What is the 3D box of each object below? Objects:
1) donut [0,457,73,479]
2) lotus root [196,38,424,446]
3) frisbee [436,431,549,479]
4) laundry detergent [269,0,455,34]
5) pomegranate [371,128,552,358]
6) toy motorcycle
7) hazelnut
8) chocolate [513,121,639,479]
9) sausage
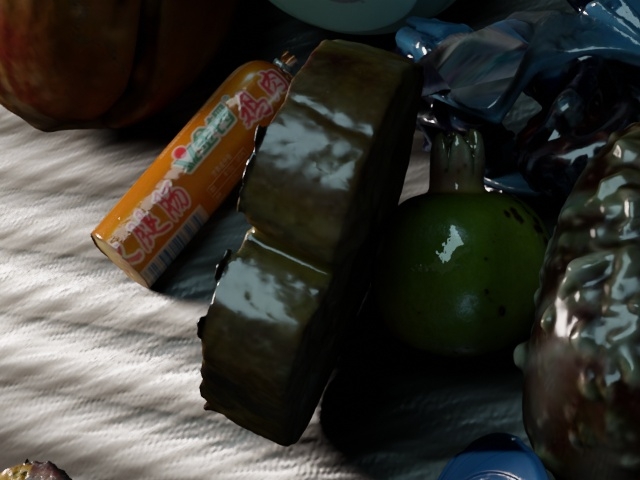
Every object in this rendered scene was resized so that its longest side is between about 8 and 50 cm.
[{"bbox_3d":[-0.292,0.288,1.638,0.140,0.059,0.140,-7,39,6],"label":"donut"},{"bbox_3d":[0.000,0.000,1.518,0.111,0.390,0.375,19,20,8],"label":"lotus root"},{"bbox_3d":[0.112,0.269,1.311,0.242,0.045,0.242,-50,31,46],"label":"frisbee"},{"bbox_3d":[0.051,-0.405,1.831,0.287,0.287,0.305,-7,51,30],"label":"laundry detergent"},{"bbox_3d":[0.128,0.003,1.496,0.180,0.180,0.210,2,97,36],"label":"pomegranate"},{"bbox_3d":[0.196,-0.156,1.634,0.232,0.172,0.416,-45,32,-17],"label":"toy motorcycle"},{"bbox_3d":[-0.273,-0.340,1.965,0.429,0.402,0.402,24,71,40],"label":"hazelnut"},{"bbox_3d":[0.277,0.048,1.316,0.225,0.210,0.340,12,63,18],"label":"chocolate"},{"bbox_3d":[-0.126,-0.092,1.837,0.312,0.093,0.093,-50,44,-11],"label":"sausage"}]
